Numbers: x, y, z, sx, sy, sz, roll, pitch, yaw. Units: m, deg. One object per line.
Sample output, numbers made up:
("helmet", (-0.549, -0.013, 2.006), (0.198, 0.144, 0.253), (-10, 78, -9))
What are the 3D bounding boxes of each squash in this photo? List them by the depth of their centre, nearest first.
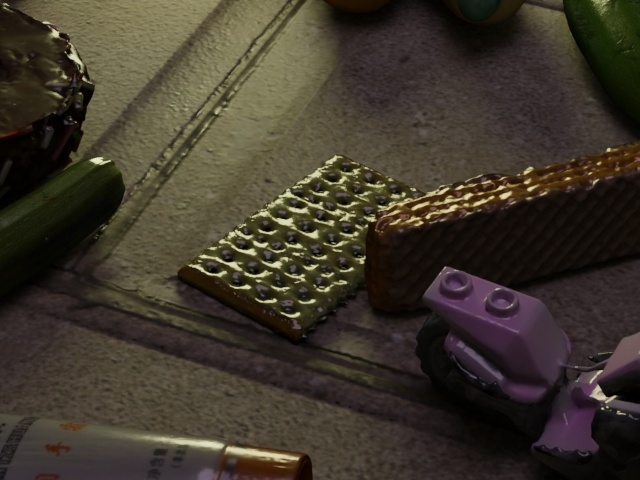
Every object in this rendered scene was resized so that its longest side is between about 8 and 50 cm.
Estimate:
("squash", (-0.250, -0.002, 1.434), (0.066, 0.066, 0.229), (27, 44, 27))
("squash", (0.302, -0.200, 1.720), (0.082, 0.082, 0.292), (-4, 39, -10))

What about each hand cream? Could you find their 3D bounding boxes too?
("hand cream", (-0.163, 0.174, 1.213), (0.314, 0.089, 0.139), (2, 35, 10))

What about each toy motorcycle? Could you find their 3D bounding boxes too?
("toy motorcycle", (0.218, 0.099, 1.244), (0.327, 0.188, 0.143), (23, 49, 23))

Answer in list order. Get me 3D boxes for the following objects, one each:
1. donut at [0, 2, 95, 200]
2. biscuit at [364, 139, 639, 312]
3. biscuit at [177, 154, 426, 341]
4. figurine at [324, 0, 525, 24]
("donut", (-0.335, -0.122, 1.552), (0.270, 0.103, 0.269), (4, 39, -3))
("biscuit", (0.210, -0.021, 1.477), (0.379, 0.094, 0.054), (-13, 35, -22))
("biscuit", (0.000, 0.000, 1.494), (0.139, 0.016, 0.231), (26, 43, 28))
("figurine", (0.079, -0.311, 1.819), (0.324, 0.124, 0.222), (25, 46, 29))
